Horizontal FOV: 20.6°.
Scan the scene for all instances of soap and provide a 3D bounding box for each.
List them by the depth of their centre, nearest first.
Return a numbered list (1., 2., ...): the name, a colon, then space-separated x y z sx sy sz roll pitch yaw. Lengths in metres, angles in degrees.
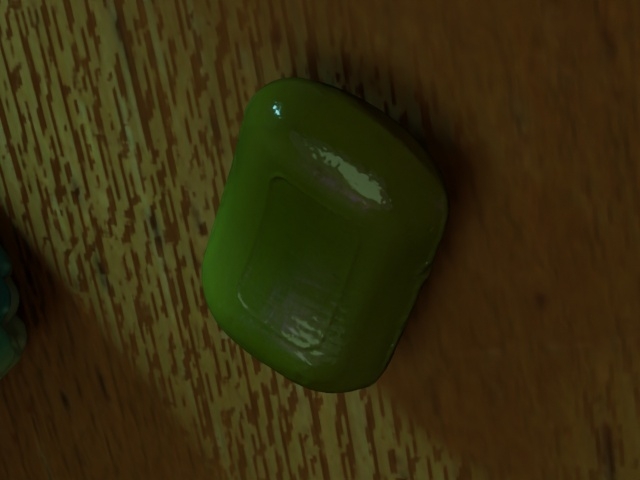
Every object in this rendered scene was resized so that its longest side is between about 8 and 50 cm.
1. soap: 0.001 -0.001 0.671 0.089 0.045 0.140 31 135 12

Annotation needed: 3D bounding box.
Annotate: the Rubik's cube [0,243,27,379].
1. Rubik's cube: -0.395 0.058 0.802 0.352 0.351 0.347 47 138 -6
